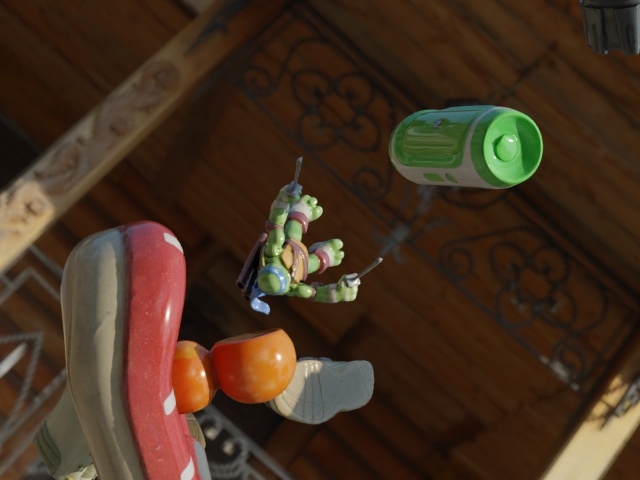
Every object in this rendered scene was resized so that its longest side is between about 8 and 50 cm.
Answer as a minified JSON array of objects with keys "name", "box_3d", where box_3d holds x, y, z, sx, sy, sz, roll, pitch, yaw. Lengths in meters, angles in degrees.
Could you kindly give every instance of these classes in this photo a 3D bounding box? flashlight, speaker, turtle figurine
[{"name":"flashlight","box_3d":[0.307,-0.355,1.429,0.103,0.103,0.304,-115,-169,-64]},{"name":"speaker","box_3d":[0.223,-0.146,2.068,0.131,0.131,0.296,53,-17,-18]},{"name":"turtle figurine","box_3d":[0.000,0.000,2.180,0.198,0.266,0.274,29,-73,0]}]

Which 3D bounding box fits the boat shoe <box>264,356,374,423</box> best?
[{"name":"boat shoe","box_3d":[-0.017,0.238,2.118,0.092,0.285,0.102,-2,-90,33]}]

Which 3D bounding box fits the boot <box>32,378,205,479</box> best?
[{"name":"boot","box_3d":[-0.251,0.247,1.610,0.213,0.165,0.077,37,14,24]}]

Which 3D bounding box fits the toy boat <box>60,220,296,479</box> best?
[{"name":"toy boat","box_3d":[-0.091,0.092,0.908,0.151,0.151,0.231,-114,-168,-56]}]
